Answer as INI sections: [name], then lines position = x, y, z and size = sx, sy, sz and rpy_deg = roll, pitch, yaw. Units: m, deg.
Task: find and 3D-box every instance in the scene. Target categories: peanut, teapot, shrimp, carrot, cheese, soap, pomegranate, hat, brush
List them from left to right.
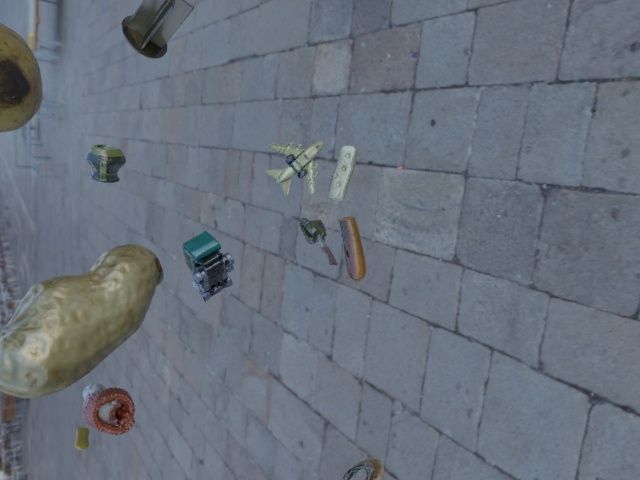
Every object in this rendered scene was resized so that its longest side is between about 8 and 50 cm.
[pomegranate]
position = -0.784, -0.375, 1.098
size = 0.281, 0.281, 0.280
rpy_deg = 1, 91, 54
[soap]
position = -0.628, 0.521, 1.278
size = 0.089, 0.034, 0.012
rpy_deg = 37, 110, 60
[peanut]
position = -0.467, 0.143, 0.962
size = 0.192, 0.387, 0.169
rpy_deg = 45, 135, -3
[hat]
position = -0.496, 0.372, 1.102
size = 0.163, 0.112, 0.093
rpy_deg = -1, 55, 44
[teapot]
position = -0.740, -0.259, 1.666
size = 0.165, 0.131, 0.119
rpy_deg = -129, 47, -62
[brush]
position = 0.000, 0.000, 1.695
size = 0.301, 0.084, 0.071
rpy_deg = -120, 37, -56
[cheese]
position = 0.074, -0.222, 1.593
size = 0.043, 0.065, 0.193
rpy_deg = 74, -149, -79
[carrot]
position = 0.110, 0.032, 1.609
size = 0.067, 0.067, 0.225
rpy_deg = 13, 119, 54
[shrimp]
position = 0.135, 0.821, 1.606
size = 0.152, 0.219, 0.046
rpy_deg = -19, 117, 25

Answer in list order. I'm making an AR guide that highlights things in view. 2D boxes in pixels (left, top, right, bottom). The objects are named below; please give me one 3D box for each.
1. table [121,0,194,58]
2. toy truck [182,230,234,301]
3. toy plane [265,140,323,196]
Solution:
[table]
position = -0.536, -0.745, 1.615
size = 0.227, 0.167, 0.167
rpy_deg = -28, 68, 39
[toy truck]
position = -0.325, 0.075, 1.396
size = 0.124, 0.114, 0.253
rpy_deg = 51, 156, 16
[toy plane]
position = -0.072, -0.276, 1.712
size = 0.229, 0.244, 0.092
rpy_deg = 49, 167, -10
